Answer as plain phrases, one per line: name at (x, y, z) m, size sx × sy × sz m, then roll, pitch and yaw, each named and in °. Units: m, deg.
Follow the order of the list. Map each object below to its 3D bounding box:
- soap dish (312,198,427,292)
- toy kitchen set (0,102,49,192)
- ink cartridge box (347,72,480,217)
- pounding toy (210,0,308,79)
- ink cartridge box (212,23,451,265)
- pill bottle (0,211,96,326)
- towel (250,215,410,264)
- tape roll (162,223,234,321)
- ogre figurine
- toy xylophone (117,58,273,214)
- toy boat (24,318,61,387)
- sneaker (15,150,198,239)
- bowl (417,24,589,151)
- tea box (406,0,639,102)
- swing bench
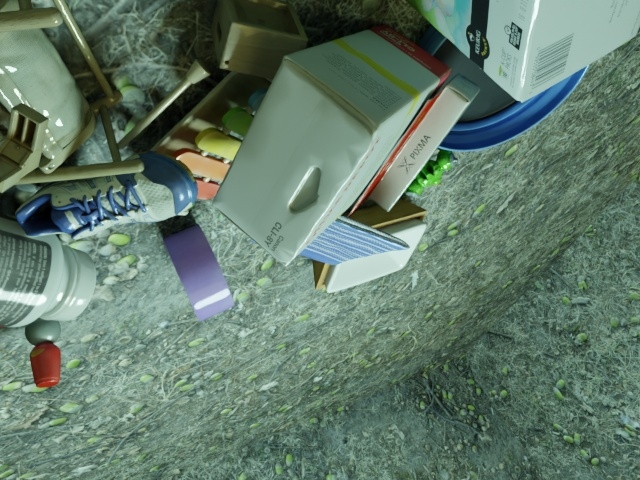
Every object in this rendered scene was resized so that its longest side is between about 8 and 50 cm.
soap dish at (0.123, 0.010, 1.456) m, size 0.291 × 0.118 × 0.229 m, roll -15°, pitch 146°, yaw -26°
toy kitchen set at (-0.351, -0.103, 0.574) m, size 0.075 × 0.068 × 0.083 m, roll -54°, pitch -172°, yaw 36°
ink cartridge box at (0.178, -0.166, 1.017) m, size 0.275 × 0.060 × 0.239 m, roll -56°, pitch 176°, yaw 35°
pounding toy at (-0.091, -0.298, 0.801) m, size 0.130 × 0.141 × 0.100 m, roll 4°, pitch 136°, yaw -26°
ink cartridge box at (0.031, -0.174, 0.884) m, size 0.279 × 0.160 × 0.384 m, roll -55°, pitch 174°, yaw 36°
pill bottle at (-0.521, 0.039, 0.835) m, size 0.176 × 0.176 × 0.318 m, roll -40°, pitch 149°, yaw 14°
towel at (0.000, 0.000, 1.142) m, size 0.243 × 0.040 × 0.336 m, roll 19°, pitch 166°, yaw -19°
tape roll at (-0.251, 0.067, 1.117) m, size 0.080 × 0.189 × 0.189 m, roll -24°, pitch 150°, yaw -13°
ogre figurine at (0.235, -0.179, 1.277) m, size 0.197 × 0.118 × 0.097 m, roll -32°, pitch 151°, yaw 1°
toy xylophone at (-0.185, -0.169, 0.884) m, size 0.323 × 0.081 × 0.236 m, roll -42°, pitch 167°, yaw 21°
toy boat at (-0.663, 0.221, 1.025) m, size 0.318 × 0.148 × 0.267 m, roll 1°, pitch 150°, yaw -38°
sneaker at (-0.317, -0.049, 0.799) m, size 0.297 × 0.131 × 0.111 m, roll -6°, pitch 121°, yaw 28°
bowl at (0.359, -0.351, 1.106) m, size 0.391 × 0.077 × 0.391 m, roll -12°, pitch 145°, yaw -9°
tea box at (0.265, -0.433, 0.713) m, size 0.220 × 0.323 × 0.329 m, roll -30°, pitch 150°, yaw -5°
swing bench at (-0.393, -0.175, 0.655) m, size 0.255 × 0.165 × 0.253 m, roll -21°, pitch 150°, yaw -8°
